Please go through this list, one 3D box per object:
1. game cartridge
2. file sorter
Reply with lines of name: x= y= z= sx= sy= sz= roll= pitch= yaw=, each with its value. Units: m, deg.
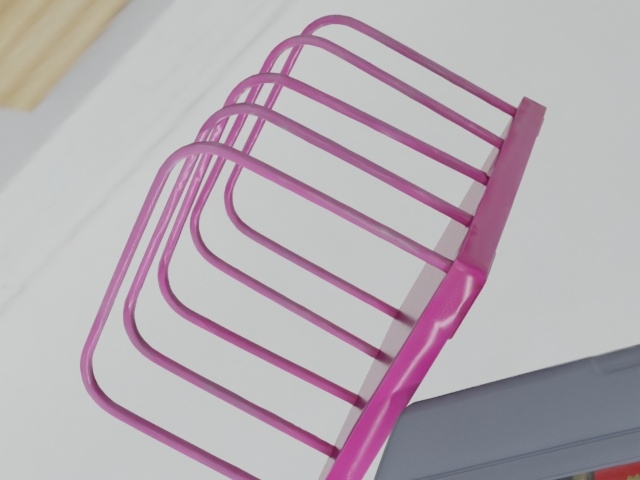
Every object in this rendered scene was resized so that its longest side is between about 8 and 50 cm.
game cartridge: x=0.099 y=0.186 z=0.696 sx=0.196 sy=0.294 sz=0.060 roll=-22 pitch=133 yaw=32
file sorter: x=0.000 y=0.000 z=0.947 sx=0.202 sy=0.182 sz=0.290 roll=-62 pitch=178 yaw=27
